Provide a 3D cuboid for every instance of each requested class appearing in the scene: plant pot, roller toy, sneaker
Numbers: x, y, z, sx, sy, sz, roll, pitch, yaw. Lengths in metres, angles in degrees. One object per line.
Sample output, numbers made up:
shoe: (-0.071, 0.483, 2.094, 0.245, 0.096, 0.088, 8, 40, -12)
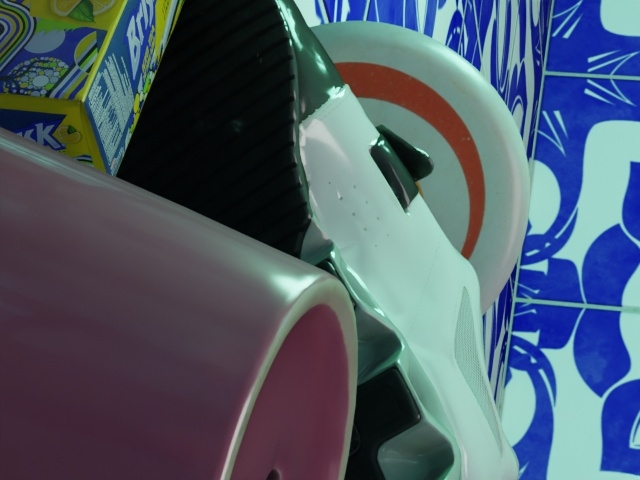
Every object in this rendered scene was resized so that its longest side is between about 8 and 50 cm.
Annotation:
plant pot: (-0.093, 0.053, 0.427, 0.201, 0.180, 0.201, 11, 90, -75)
roller toy: (0.020, -0.026, 0.880, 0.146, 0.191, 0.209, -84, 162, -83)
sneaker: (0.000, 0.000, 0.761, 0.146, 0.122, 0.330, -1, 67, -57)

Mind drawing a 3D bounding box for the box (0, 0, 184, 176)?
box: (-0.098, -0.103, 0.663, 0.054, 0.059, 0.169, 83, 17, -48)
